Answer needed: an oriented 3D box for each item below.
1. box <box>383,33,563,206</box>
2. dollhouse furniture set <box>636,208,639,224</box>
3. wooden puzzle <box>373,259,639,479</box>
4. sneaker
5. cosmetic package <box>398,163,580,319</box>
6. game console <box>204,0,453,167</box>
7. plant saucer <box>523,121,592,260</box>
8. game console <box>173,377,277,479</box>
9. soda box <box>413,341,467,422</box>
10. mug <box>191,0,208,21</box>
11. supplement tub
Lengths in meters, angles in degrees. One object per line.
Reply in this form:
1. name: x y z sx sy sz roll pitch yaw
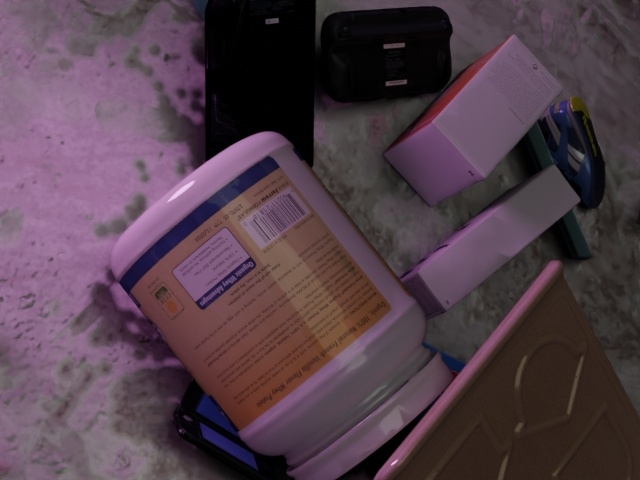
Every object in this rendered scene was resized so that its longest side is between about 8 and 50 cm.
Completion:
1. box: 0.179 -0.140 1.607 0.091 0.130 0.170 47 62 -7
2. dollhouse furniture set: 0.513 -0.083 1.760 0.161 0.101 0.182 24 67 -17
3. wooden puzzle: 0.204 0.243 1.415 0.322 0.080 0.348 -46 123 -28
4. sneaker: 0.316 -0.107 1.709 0.053 0.059 0.144 -36 111 -58
5. cosmetic package: 0.187 0.005 1.590 0.239 0.099 0.060 -37 93 -29
6. game console: 0.020 -0.194 1.564 0.361 0.044 0.213 -11 110 -39
7. plant saucer: 0.286 -0.064 1.677 0.018 0.067 0.192 -22 85 2
8. game console: -0.085 0.190 1.433 0.122 0.107 0.071 33 93 -13
9. soda box: 0.160 0.185 1.543 0.210 0.071 0.067 28 66 -15
10. mug: -0.088 -0.306 1.549 0.158 0.097 0.129 6 74 -23
11. supplement tub: -0.037 0.073 1.382 0.228 0.228 0.316 -37 87 -28
